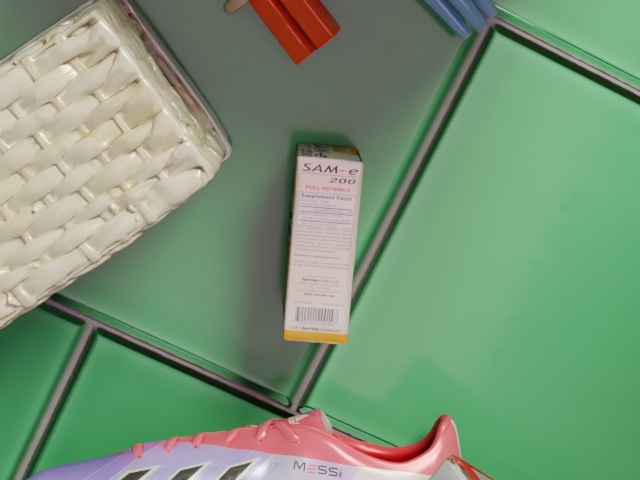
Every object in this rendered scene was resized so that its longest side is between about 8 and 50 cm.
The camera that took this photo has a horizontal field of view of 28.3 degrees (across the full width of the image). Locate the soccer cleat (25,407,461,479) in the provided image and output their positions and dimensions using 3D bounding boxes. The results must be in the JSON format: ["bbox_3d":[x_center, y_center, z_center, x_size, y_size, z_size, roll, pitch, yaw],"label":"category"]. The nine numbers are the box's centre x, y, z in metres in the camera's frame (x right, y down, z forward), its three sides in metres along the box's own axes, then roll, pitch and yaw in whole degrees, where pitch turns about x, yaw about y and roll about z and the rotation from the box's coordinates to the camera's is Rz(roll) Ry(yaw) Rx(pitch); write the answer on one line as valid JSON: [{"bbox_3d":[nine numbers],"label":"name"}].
[{"bbox_3d":[-0.042,0.133,0.704,0.248,0.083,0.095,6,91,-6],"label":"soccer cleat"}]

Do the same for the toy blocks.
[{"bbox_3d":[0.011,-0.144,0.659,0.123,0.054,0.148,-41,101,5],"label":"toy blocks"}]

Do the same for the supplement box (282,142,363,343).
[{"bbox_3d":[0.000,0.000,0.683,0.036,0.062,0.098,5,101,-2],"label":"supplement box"}]

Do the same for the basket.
[{"bbox_3d":[-0.141,-0.039,0.647,0.167,0.103,0.113,-35,102,3],"label":"basket"}]

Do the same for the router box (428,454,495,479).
[{"bbox_3d":[0.087,0.331,0.709,0.301,0.082,0.335,35,98,-24],"label":"router box"}]
